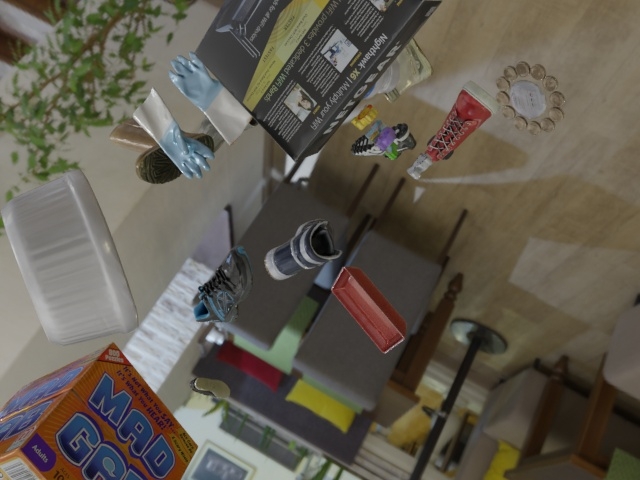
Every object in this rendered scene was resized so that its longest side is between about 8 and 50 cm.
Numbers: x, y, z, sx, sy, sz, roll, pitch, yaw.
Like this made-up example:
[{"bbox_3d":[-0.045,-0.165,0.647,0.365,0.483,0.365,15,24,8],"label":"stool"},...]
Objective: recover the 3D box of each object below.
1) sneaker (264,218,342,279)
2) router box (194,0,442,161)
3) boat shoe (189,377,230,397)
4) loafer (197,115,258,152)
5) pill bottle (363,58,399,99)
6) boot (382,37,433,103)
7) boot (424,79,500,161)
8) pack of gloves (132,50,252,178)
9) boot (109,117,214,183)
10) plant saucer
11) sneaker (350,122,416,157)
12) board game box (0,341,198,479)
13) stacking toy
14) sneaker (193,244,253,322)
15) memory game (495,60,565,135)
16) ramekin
[{"bbox_3d":[0.000,0.000,1.484,0.153,0.282,0.099,-27,96,34],"label":"sneaker"},{"bbox_3d":[-0.016,-0.309,0.921,0.243,0.081,0.309,48,124,7],"label":"router box"},{"bbox_3d":[-0.326,0.436,1.865,0.042,0.049,0.133,-18,145,42],"label":"boat shoe"},{"bbox_3d":[-0.217,-0.331,1.651,0.111,0.112,0.319,47,124,4],"label":"loafer"},{"bbox_3d":[0.062,-0.371,1.377,0.124,0.221,0.124,18,113,52],"label":"pill bottle"},{"bbox_3d":[0.205,-0.526,1.832,0.213,0.165,0.077,54,-176,-3],"label":"boot"},{"bbox_3d":[0.299,-0.248,1.383,0.088,0.176,0.244,45,-173,9],"label":"boot"},{"bbox_3d":[-0.267,-0.251,1.247,0.232,0.195,0.046,46,-161,18],"label":"pack of gloves"},{"bbox_3d":[-0.432,-0.229,1.563,0.269,0.236,0.089,20,122,33],"label":"boot"},{"bbox_3d":[0.145,0.196,1.830,0.258,0.047,0.259,50,163,10],"label":"plant saucer"},{"bbox_3d":[0.203,-0.294,1.990,0.234,0.078,0.106,-12,143,42],"label":"sneaker"},{"bbox_3d":[-0.583,0.528,1.469,0.356,0.356,0.357,-26,108,25],"label":"board game box"},{"bbox_3d":[0.121,-0.214,1.251,0.167,0.052,0.221,38,-171,-21],"label":"stacking toy"},{"bbox_3d":[-0.312,0.156,2.014,0.125,0.139,0.341,61,142,38],"label":"sneaker"},{"bbox_3d":[0.485,-0.329,1.464,0.186,0.012,0.186,39,151,26],"label":"memory game"},{"bbox_3d":[-0.387,0.035,0.966,0.273,0.127,0.273,49,150,41],"label":"ramekin"}]
